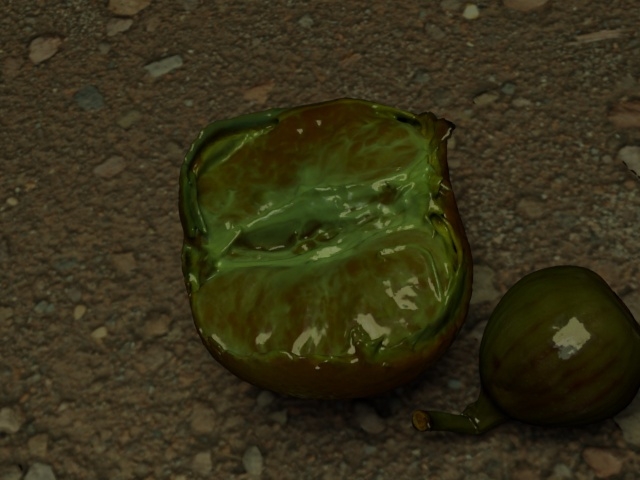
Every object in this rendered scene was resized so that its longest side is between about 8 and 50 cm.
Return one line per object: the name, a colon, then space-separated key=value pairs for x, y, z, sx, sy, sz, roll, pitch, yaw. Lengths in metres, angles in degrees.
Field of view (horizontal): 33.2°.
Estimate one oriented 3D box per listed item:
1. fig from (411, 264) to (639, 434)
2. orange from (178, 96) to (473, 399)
fig: x=0.201 y=0.117 z=0.950 sx=0.142 sy=0.148 sz=0.186 roll=37 pitch=109 yaw=15
orange: x=-0.001 y=0.007 z=1.013 sx=0.263 sy=0.196 sz=0.334 roll=-8 pitch=59 yaw=-12
